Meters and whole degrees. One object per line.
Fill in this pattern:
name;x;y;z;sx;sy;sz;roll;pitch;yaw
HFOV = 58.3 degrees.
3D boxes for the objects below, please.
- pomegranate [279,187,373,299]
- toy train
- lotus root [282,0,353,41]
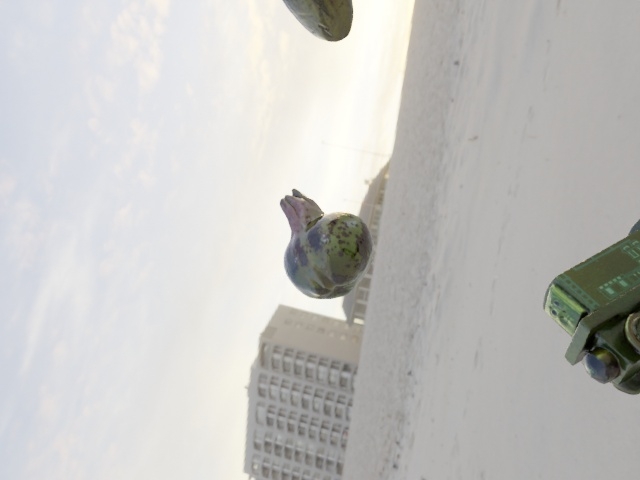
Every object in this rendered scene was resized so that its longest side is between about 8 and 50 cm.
pomegranate;-0.003;0.008;0.812;0.138;0.163;0.126;-39;16;41
toy train;0.336;0.057;0.592;0.225;0.137;0.090;-24;-39;-18
lotus root;-0.013;-0.345;0.771;0.089;0.080;0.179;-44;-46;-11
